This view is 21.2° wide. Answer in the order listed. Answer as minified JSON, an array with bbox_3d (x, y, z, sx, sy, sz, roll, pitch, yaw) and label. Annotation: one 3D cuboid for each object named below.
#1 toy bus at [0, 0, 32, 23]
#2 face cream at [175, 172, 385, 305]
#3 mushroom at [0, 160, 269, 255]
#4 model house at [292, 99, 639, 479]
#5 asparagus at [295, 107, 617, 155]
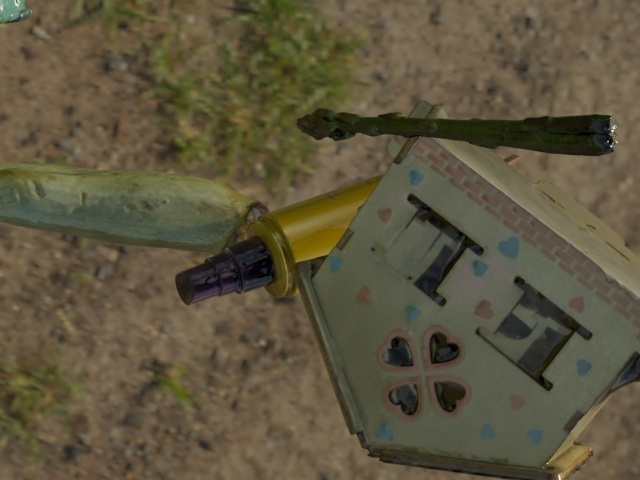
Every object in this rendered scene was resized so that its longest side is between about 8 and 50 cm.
[{"bbox_3d":[-0.338,-0.297,1.416,0.147,0.128,0.256,-39,124,-64],"label":"toy bus"},{"bbox_3d":[0.000,0.000,1.508,0.273,0.078,0.078,-19,116,-24],"label":"face cream"},{"bbox_3d":[-0.207,-0.036,1.750,0.100,0.312,0.081,-83,-178,-80],"label":"mushroom"},{"bbox_3d":[0.134,0.078,1.352,0.244,0.326,0.169,-54,169,15],"label":"model house"},{"bbox_3d":[0.069,-0.065,0.988,0.023,0.233,0.022,27,74,-47],"label":"asparagus"}]
